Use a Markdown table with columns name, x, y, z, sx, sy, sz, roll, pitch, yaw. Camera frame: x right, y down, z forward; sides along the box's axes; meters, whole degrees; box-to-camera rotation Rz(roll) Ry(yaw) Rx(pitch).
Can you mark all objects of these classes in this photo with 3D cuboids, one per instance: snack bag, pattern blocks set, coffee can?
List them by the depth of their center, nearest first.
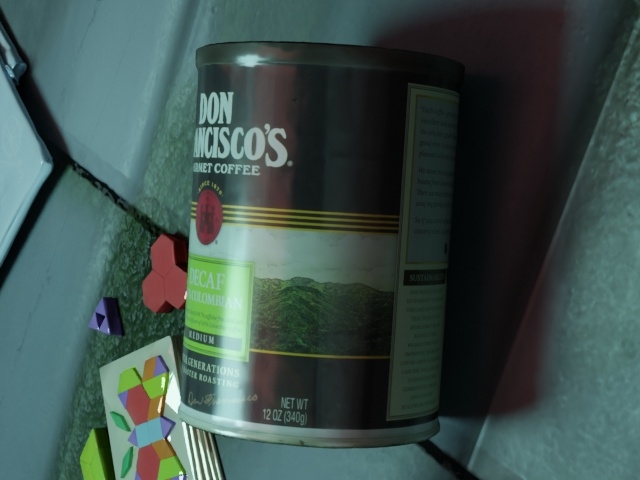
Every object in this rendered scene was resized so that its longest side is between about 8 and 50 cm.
| name | x | y | z | sx | sy | sz | roll | pitch | yaw |
| --- | --- | --- | --- | --- | --- | --- | --- | --- | --- |
| coffee can | 0.000 | 0.000 | 0.950 | 0.201 | 0.201 | 0.276 | 6 | 93 | 48 |
| pattern blocks set | -0.161 | 0.189 | 1.250 | 0.285 | 0.026 | 0.325 | -44 | 58 | 37 |
| snack bag | -0.432 | -0.099 | 1.549 | 0.323 | 0.037 | 0.343 | -56 | 51 | 31 |
